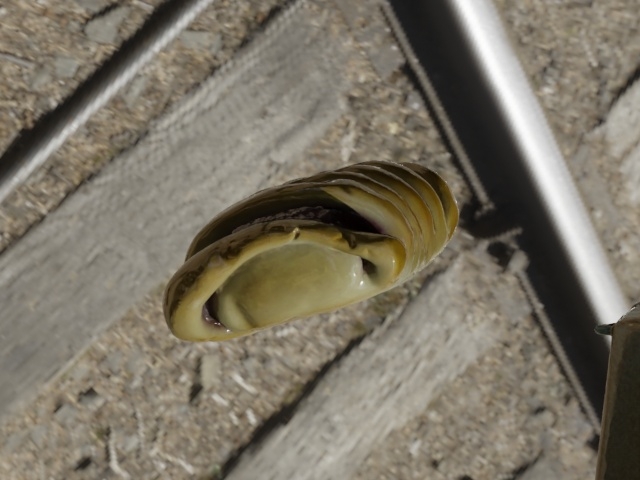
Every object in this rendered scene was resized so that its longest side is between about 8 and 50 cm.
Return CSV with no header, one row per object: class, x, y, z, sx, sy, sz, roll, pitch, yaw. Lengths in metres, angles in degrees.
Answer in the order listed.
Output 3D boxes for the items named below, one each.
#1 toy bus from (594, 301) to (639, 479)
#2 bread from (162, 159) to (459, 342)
toy bus,0.148,0.111,0.494,0.103,0.091,0.182,7,90,-67
bread,0.000,0.000,0.767,0.081,0.134,0.225,71,20,0
